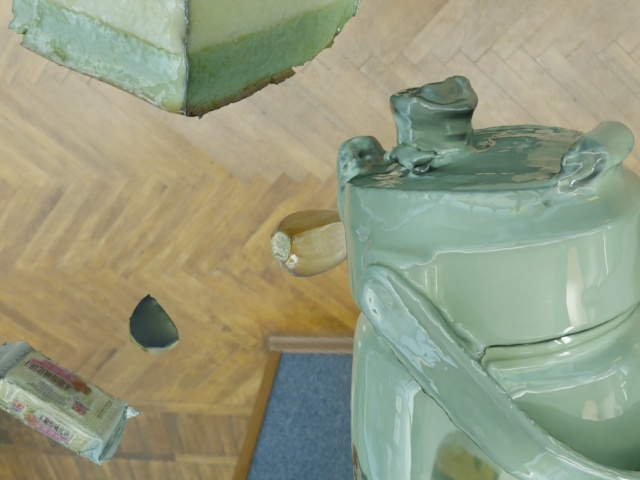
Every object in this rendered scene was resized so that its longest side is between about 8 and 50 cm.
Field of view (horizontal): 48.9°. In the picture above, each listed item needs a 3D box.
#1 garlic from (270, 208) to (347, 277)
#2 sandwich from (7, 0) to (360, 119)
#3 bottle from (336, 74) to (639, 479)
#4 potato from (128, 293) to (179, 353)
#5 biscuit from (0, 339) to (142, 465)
[{"bbox_3d":[-0.004,-0.009,1.320,0.206,0.115,0.128,-18,138,-17],"label":"garlic"},{"bbox_3d":[-0.103,-0.221,0.539,0.198,0.227,0.155,26,127,22],"label":"sandwich"},{"bbox_3d":[0.120,0.080,0.424,0.229,0.229,0.352,-4,112,12],"label":"bottle"},{"bbox_3d":[-0.281,0.154,1.160,0.096,0.066,0.103,53,155,18],"label":"potato"},{"bbox_3d":[-0.508,0.303,1.336,0.309,0.186,0.079,34,106,-4],"label":"biscuit"}]
